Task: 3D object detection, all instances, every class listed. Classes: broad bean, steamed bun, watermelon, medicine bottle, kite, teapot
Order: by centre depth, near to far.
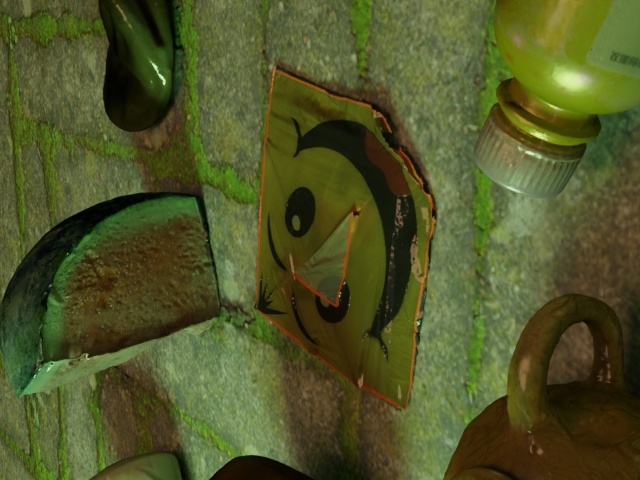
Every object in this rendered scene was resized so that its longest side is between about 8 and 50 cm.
[{"bbox_3d":[0.166,-0.129,0.602,0.122,0.122,0.212,52,136,36],"label":"medicine bottle"},{"bbox_3d":[0.151,0.190,0.649,0.203,0.167,0.311,19,112,53],"label":"teapot"},{"bbox_3d":[0.002,0.000,0.962,0.327,0.013,0.377,-47,59,49],"label":"kite"},{"bbox_3d":[-0.230,0.056,1.127,0.226,0.318,0.148,38,135,-8],"label":"watermelon"},{"bbox_3d":[-0.232,-0.229,1.212,0.153,0.072,0.207,54,148,38],"label":"broad bean"},{"bbox_3d":[-0.275,0.388,1.315,0.238,0.152,0.170,-43,63,53],"label":"steamed bun"}]

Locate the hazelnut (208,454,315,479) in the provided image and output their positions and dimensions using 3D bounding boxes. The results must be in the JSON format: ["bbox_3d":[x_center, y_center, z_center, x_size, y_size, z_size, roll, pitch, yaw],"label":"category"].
[{"bbox_3d":[-0.039,0.324,0.941,0.212,0.181,0.181,32,90,35],"label":"hazelnut"}]
